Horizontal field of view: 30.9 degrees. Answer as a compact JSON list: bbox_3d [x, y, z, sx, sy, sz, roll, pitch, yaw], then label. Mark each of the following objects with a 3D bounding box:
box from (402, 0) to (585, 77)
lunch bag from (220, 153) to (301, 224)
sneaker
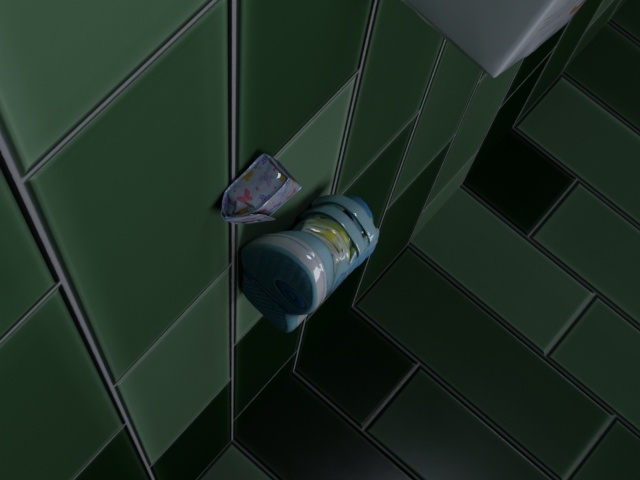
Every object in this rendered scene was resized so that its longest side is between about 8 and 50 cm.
[{"bbox_3d":[0.233,-0.352,1.067,0.215,0.168,0.345,-39,168,-50],"label":"box"},{"bbox_3d":[-0.068,-0.048,1.262,0.083,0.053,0.071,-42,170,4],"label":"lunch bag"},{"bbox_3d":[0.000,0.000,1.548,0.208,0.127,0.319,-45,179,-16],"label":"sneaker"}]
